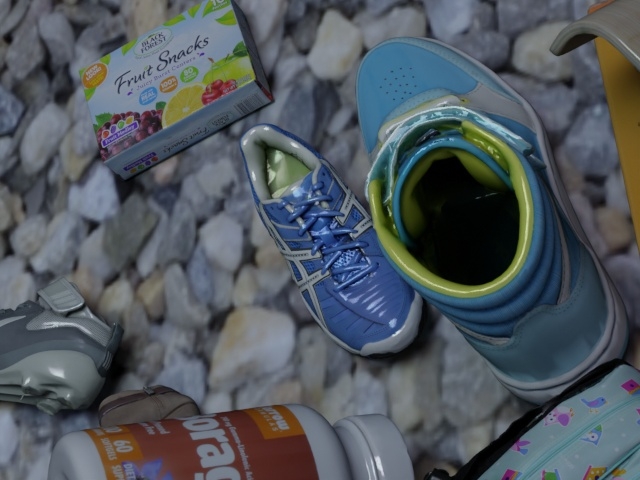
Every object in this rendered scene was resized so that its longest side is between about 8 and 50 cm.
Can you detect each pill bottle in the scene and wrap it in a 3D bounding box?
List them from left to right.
[{"bbox_3d":[-0.055,0.167,1.105,0.216,0.121,0.121,-6,53,-22],"label":"pill bottle"}]

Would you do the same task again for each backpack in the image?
[{"bbox_3d":[0.153,0.163,1.055,0.182,0.152,0.115,-38,60,-9],"label":"backpack"}]

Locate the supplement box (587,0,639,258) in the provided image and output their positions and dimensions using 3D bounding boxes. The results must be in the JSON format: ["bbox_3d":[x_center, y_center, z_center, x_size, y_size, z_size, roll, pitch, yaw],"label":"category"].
[{"bbox_3d":[0.240,-0.057,1.154,0.078,0.080,0.233,-17,57,19],"label":"supplement box"}]

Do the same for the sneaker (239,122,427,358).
[{"bbox_3d":[0.000,0.000,1.243,0.080,0.081,0.211,-39,55,2],"label":"sneaker"}]

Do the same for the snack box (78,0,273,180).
[{"bbox_3d":[-0.116,-0.124,1.393,0.141,0.037,0.100,-27,54,12],"label":"snack box"}]

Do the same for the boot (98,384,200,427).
[{"bbox_3d":[-0.139,0.137,1.237,0.118,0.042,0.087,-9,25,-24],"label":"boot"}]

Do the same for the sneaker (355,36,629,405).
[{"bbox_3d":[0.083,-0.058,1.153,0.127,0.208,0.319,-36,54,8],"label":"sneaker"}]

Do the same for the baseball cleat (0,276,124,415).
[{"bbox_3d":[-0.241,0.077,1.344,0.205,0.072,0.109,9,56,26],"label":"baseball cleat"}]

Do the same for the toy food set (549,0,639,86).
[{"bbox_3d":[0.318,-0.070,1.064,0.219,0.092,0.306,-29,63,-23],"label":"toy food set"}]
